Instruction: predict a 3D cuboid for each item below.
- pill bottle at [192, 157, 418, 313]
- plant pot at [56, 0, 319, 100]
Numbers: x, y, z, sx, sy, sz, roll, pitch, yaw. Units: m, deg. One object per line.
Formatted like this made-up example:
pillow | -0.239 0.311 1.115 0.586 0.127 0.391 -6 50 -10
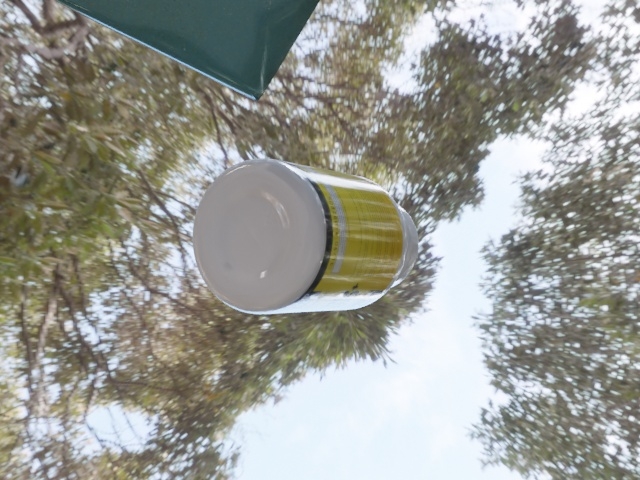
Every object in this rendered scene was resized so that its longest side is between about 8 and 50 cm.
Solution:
pill bottle | 0.000 0.000 0.690 0.103 0.184 0.103 -1 -93 31
plant pot | -0.103 -0.217 0.478 0.234 0.165 0.166 18 -50 -22
